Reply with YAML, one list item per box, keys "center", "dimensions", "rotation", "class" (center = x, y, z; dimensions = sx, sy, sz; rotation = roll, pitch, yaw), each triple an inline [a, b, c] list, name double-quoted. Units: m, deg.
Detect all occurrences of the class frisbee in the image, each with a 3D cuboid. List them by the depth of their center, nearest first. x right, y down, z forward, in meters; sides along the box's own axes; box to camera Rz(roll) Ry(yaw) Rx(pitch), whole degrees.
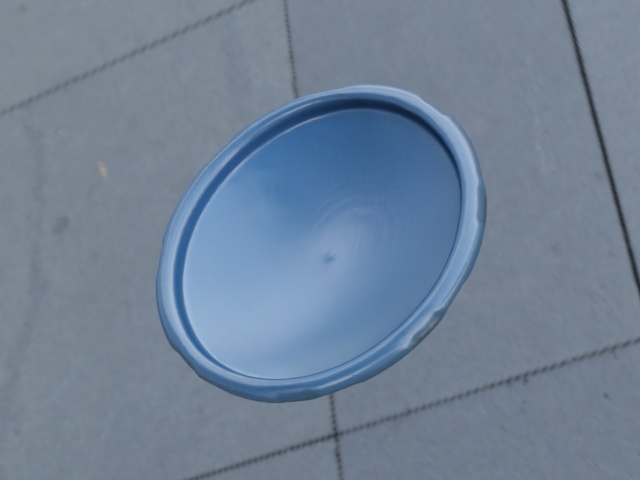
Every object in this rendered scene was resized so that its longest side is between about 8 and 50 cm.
- center: [0.001, 0.003, 1.084]
  dimensions: [0.289, 0.049, 0.289]
  rotation: [-15, 53, 22]
  class: "frisbee"
